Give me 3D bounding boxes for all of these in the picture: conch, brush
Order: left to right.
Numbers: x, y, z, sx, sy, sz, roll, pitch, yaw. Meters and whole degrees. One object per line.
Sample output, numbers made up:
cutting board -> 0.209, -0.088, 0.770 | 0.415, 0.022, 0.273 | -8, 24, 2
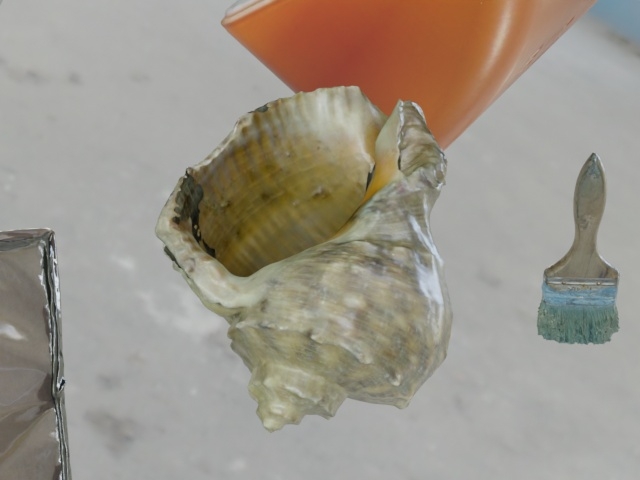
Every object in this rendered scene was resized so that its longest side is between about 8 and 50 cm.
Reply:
conch -> 0.000, 0.000, 0.875 | 0.155, 0.207, 0.130 | 31, -25, -21
brush -> 0.215, 0.009, 1.413 | 0.070, 0.196, 0.021 | 1, 40, 3

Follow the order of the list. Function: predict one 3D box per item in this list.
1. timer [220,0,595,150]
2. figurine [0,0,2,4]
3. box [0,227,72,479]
timer -> 0.109, -0.195, 1.091 | 0.161, 0.250, 0.257 | 47, 50, -1
figurine -> -0.440, -0.228, 1.502 | 0.224, 0.205, 0.382 | 8, 20, 43
box -> -0.257, 0.102, 0.881 | 0.252, 0.188, 0.153 | -4, -6, -26
